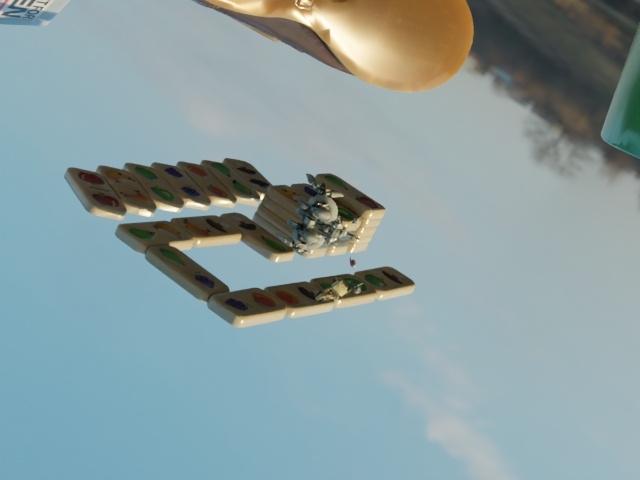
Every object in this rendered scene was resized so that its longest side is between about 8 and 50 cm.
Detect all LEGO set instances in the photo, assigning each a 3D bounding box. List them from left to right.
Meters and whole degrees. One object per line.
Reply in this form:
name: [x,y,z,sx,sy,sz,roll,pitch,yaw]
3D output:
LEGO set: [0.003,0.000,0.949,0.083,0.054,0.023,58,-166,-11]

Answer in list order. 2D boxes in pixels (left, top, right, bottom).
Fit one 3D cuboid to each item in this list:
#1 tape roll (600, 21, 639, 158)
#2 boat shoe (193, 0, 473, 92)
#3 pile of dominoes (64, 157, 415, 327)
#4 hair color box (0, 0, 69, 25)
tape roll: [0.288,-0.028,0.670,0.321,0.077,0.321,18,-171,-3]
boat shoe: [-0.008,-0.134,0.766,0.207,0.073,0.073,20,-172,-43]
pile of dominoes: [-0.050,-0.019,1.082,0.196,0.040,0.251,35,-159,25]
hair color box: [-0.355,-0.251,1.017,0.374,0.185,0.113,-3,169,-30]
